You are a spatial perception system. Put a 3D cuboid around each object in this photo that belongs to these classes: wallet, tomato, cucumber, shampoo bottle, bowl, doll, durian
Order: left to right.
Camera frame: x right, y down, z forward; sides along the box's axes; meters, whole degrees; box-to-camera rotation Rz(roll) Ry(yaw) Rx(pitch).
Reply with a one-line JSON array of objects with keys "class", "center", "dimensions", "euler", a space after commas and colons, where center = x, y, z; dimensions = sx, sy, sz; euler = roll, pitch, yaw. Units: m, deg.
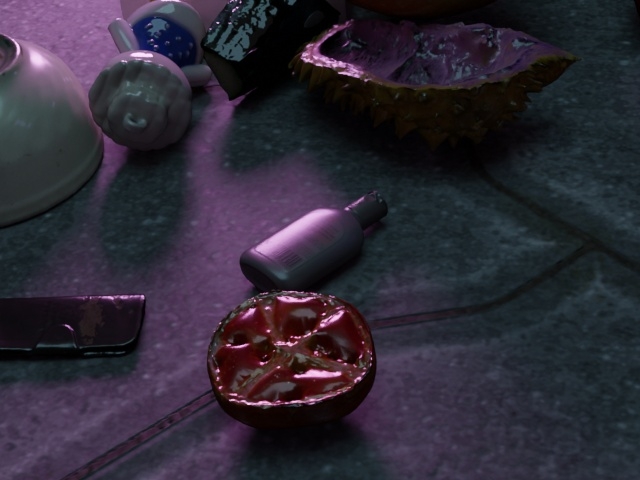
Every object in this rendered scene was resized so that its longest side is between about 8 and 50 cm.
[{"class": "bowl", "center": [-0.391, -0.144, 1.521], "dimensions": [0.277, 0.145, 0.277], "euler": [-3, 37, 2]}, {"class": "wallet", "center": [-0.251, 0.083, 1.313], "dimensions": [0.157, 0.018, 0.082], "euler": [-1, 39, 5]}, {"class": "doll", "center": [-0.197, -0.203, 1.594], "dimensions": [0.138, 0.119, 0.293], "euler": [31, 31, -17]}, {"class": "cucumber", "center": [-0.055, -0.254, 1.624], "dimensions": [0.086, 0.115, 0.193], "euler": [16, 50, 45]}, {"class": "tomato", "center": [-0.025, 0.116, 1.200], "dimensions": [0.156, 0.069, 0.155], "euler": [-4, 42, 3]}, {"class": "shampoo bottle", "center": [0.000, 0.000, 1.366], "dimensions": [0.165, 0.040, 0.080], "euler": [-33, 45, -30]}, {"class": "durian", "center": [0.103, -0.169, 1.513], "dimensions": [0.341, 0.112, 0.191], "euler": [12, 40, 30]}]

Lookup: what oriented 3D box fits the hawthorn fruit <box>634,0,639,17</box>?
[{"class": "hawthorn fruit", "center": [0.470, -0.330, 1.629], "dimensions": [0.194, 0.157, 0.157], "euler": [-9, 38, -9]}]

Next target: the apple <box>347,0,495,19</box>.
[{"class": "apple", "center": [0.120, -0.404, 1.594], "dimensions": [0.309, 0.277, 0.250], "euler": [-1, 15, -28]}]

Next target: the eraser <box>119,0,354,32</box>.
[{"class": "eraser", "center": [-0.109, -0.322, 1.754], "dimensions": [0.298, 0.076, 0.078], "euler": [1, 40, 9]}]
